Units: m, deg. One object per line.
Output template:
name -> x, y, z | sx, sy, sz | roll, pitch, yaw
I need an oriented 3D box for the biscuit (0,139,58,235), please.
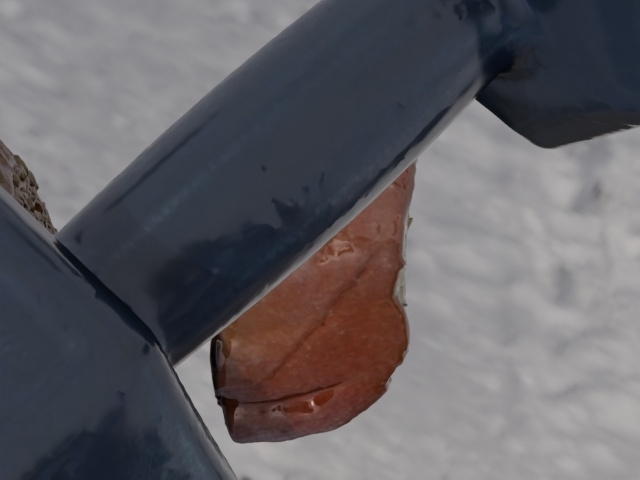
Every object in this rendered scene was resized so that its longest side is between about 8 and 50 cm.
biscuit -> -0.150, 0.077, 1.038 | 0.305, 0.038, 0.305 | 161, 90, -87

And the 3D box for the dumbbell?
dumbbell -> -0.010, -0.027, 0.529 | 0.144, 0.325, 0.160 | 53, 159, -13

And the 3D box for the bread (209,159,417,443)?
bread -> 0.001, -0.010, 1.127 | 0.123, 0.244, 0.190 | 4, 134, 1
